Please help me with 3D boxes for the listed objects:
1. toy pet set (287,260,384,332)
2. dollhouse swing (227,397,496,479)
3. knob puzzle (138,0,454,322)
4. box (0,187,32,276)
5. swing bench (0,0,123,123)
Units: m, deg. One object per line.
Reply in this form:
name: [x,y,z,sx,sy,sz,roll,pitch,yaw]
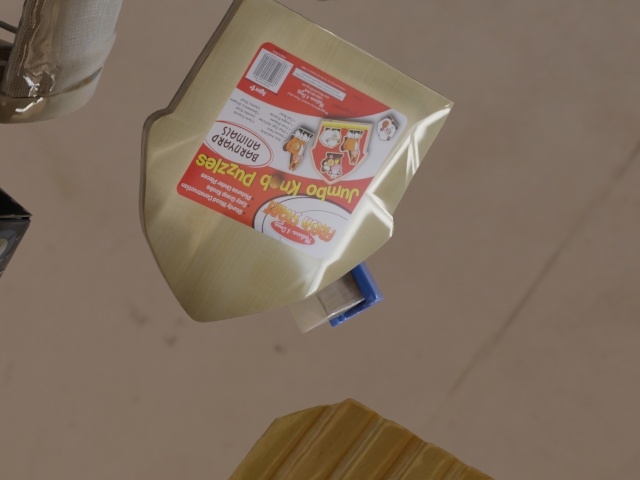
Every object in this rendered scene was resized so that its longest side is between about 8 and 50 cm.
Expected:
toy pet set: [0.000,0.000,1.366,0.065,0.114,0.122,-25,174,-36]
dollhouse swing: [-0.063,0.224,1.075,0.315,0.347,0.305,29,89,-45]
knob puzzle: [-0.033,-0.039,1.177,0.213,0.030,0.213,-13,121,-24]
box: [-0.291,0.016,1.226,0.180,0.147,0.077,-59,157,18]
swing bench: [-0.219,-0.223,1.196,0.165,0.254,0.253,-107,-147,-59]
